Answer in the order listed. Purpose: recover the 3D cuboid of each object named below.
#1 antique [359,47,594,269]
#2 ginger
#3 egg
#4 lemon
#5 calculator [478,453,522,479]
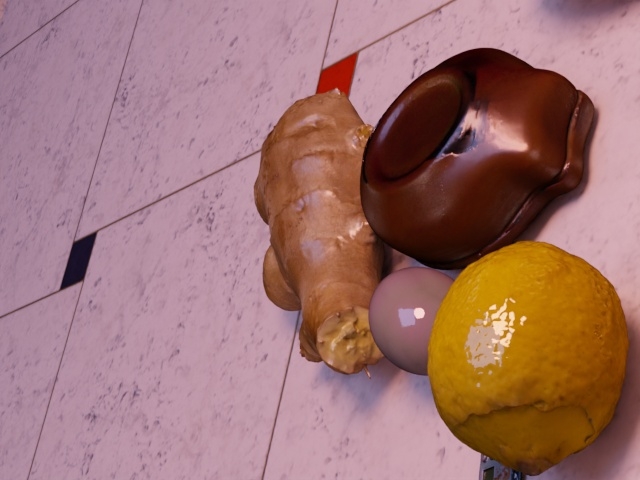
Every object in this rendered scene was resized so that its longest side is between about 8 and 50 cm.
[{"bbox_3d":[0.144,-0.087,1.752,0.278,0.129,0.223,-13,54,54],"label":"antique"},{"bbox_3d":[-0.018,0.011,1.918,0.236,0.166,0.375,-29,35,37],"label":"ginger"},{"bbox_3d":[0.100,0.079,1.715,0.103,0.103,0.135,-60,25,9],"label":"egg"},{"bbox_3d":[0.179,0.096,1.492,0.193,0.180,0.180,-59,27,-8],"label":"lemon"},{"bbox_3d":[0.168,0.188,1.603,0.057,0.018,0.172,-31,43,49],"label":"calculator"}]
